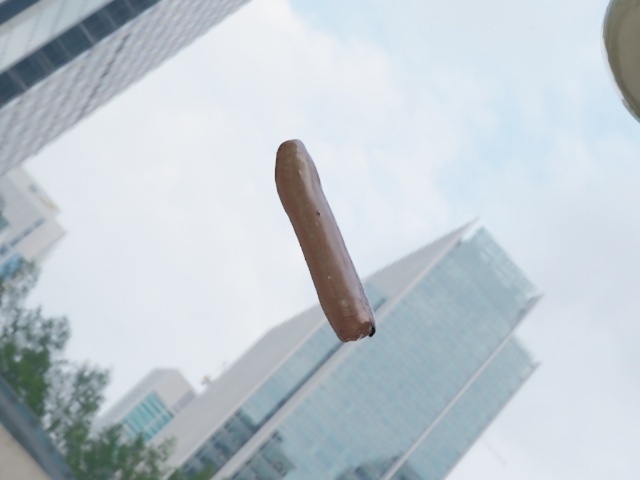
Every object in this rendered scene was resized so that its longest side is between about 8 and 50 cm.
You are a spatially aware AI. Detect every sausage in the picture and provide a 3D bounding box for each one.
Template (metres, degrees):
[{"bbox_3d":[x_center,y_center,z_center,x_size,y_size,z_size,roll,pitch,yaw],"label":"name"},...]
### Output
[{"bbox_3d":[0.000,0.000,0.870,0.043,0.043,0.186,111,-37,-58],"label":"sausage"}]

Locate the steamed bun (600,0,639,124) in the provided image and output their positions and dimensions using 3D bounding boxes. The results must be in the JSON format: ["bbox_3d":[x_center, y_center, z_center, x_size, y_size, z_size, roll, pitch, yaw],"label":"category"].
[{"bbox_3d":[0.574,-0.286,1.554,0.334,0.374,0.333,1,-87,21],"label":"steamed bun"}]
